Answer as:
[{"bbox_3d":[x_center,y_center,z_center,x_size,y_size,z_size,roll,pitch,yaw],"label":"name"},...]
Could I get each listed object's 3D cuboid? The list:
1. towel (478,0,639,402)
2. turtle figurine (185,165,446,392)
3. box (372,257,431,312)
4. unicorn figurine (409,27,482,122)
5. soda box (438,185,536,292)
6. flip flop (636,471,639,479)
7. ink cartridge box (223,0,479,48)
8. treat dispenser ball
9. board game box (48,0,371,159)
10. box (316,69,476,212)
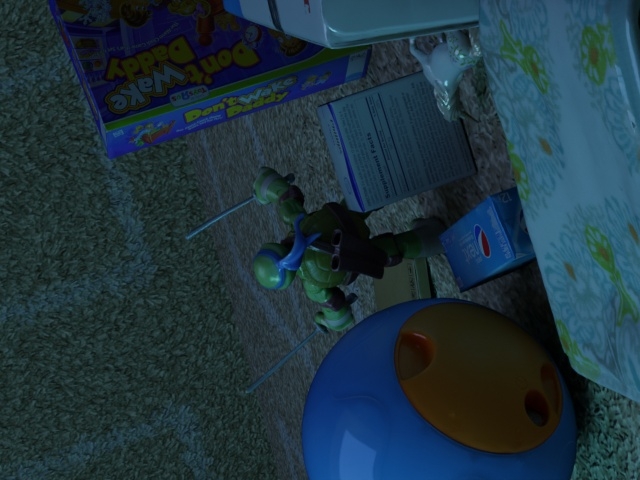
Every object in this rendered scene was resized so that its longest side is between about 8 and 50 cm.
[{"bbox_3d":[0.236,-0.040,1.130,0.320,0.090,0.374,-153,45,-72],"label":"towel"},{"bbox_3d":[0.000,0.000,1.736,0.198,0.266,0.274,56,148,20],"label":"turtle figurine"},{"bbox_3d":[0.116,0.119,1.952,0.164,0.021,0.201,-177,78,-71],"label":"box"},{"bbox_3d":[0.129,-0.184,1.445,0.162,0.060,0.111,115,139,-77],"label":"unicorn figurine"},{"bbox_3d":[0.184,-0.004,1.452,0.210,0.071,0.067,133,117,-76],"label":"soda box"},{"bbox_3d":[0.311,0.225,1.222,0.277,0.080,0.112,116,134,-73],"label":"flip flop"},{"bbox_3d":[0.011,-0.350,1.378,0.395,0.166,0.285,-140,42,-68],"label":"ink cartridge box"},{"bbox_3d":[0.124,0.203,1.521,0.288,0.288,0.288,161,90,-78],"label":"treat dispenser ball"},{"bbox_3d":[-0.141,-0.268,1.825,0.078,0.347,0.233,102,146,-67],"label":"board game box"},{"bbox_3d":[0.081,-0.110,1.582,0.072,0.137,0.126,-170,61,-75],"label":"box"}]
